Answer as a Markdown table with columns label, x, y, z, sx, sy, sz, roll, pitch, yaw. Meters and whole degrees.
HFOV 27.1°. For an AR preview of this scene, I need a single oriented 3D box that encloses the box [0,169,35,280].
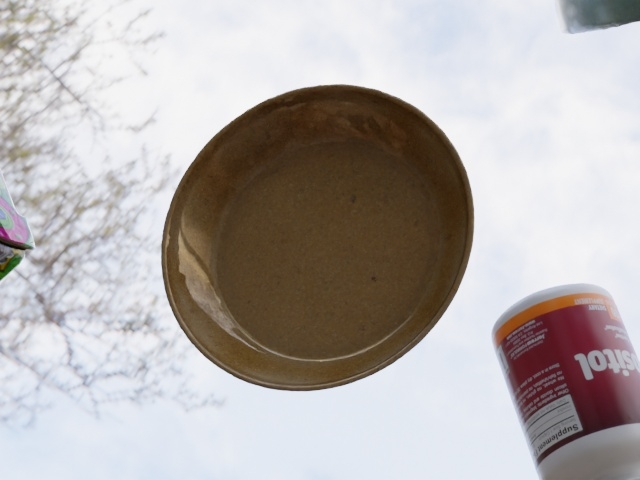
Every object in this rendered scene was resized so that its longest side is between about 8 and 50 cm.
| label | x | y | z | sx | sy | sz | roll | pitch | yaw |
| --- | --- | --- | --- | --- | --- | --- | --- | --- | --- |
| box | -0.281 | -0.042 | 0.415 | 0.279 | 0.290 | 0.177 | -40 | -36 | 15 |

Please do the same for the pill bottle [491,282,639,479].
| label | x | y | z | sx | sy | sz | roll | pitch | yaw |
| --- | --- | --- | --- | --- | --- | --- | --- | --- | --- |
| pill bottle | 0.169 | 0.110 | 0.842 | 0.086 | 0.152 | 0.086 | -12 | -30 | -7 |

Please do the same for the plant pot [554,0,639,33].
| label | x | y | z | sx | sy | sz | roll | pitch | yaw |
| --- | --- | --- | --- | --- | --- | --- | --- | --- | --- |
| plant pot | 0.224 | -0.235 | 0.614 | 0.293 | 0.293 | 0.196 | -16 | -80 | 21 |

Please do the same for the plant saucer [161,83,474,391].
| label | x | y | z | sx | sy | sz | roll | pitch | yaw |
| --- | --- | --- | --- | --- | --- | --- | --- | --- | --- |
| plant saucer | 0.000 | 0.000 | 0.343 | 0.083 | 0.083 | 0.015 | -6 | -22 | 16 |
